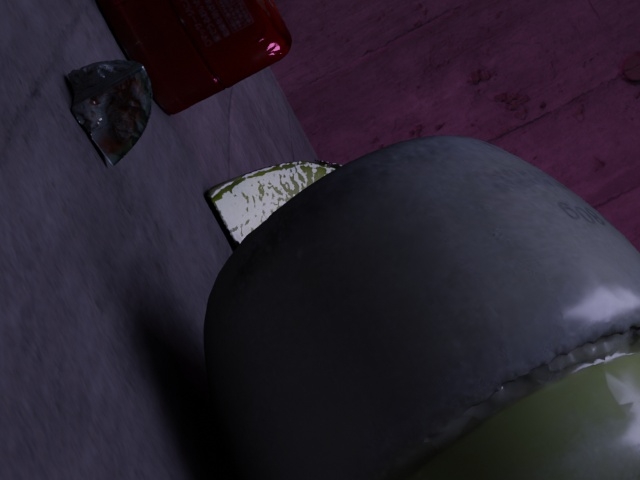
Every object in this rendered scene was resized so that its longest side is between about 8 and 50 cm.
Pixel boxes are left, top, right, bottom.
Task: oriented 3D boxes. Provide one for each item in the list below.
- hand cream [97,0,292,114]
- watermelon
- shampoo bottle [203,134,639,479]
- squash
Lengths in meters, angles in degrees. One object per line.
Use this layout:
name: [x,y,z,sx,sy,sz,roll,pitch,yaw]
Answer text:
hand cream: [-0.139,-0.255,1.816,0.230,0.149,0.230,59,7,-12]
watermelon: [-0.170,-0.105,1.349,0.061,0.085,0.085,-11,71,-54]
shampoo bottle: [0.087,0.100,1.230,0.317,0.322,0.322,59,3,22]
squash: [0.000,0.000,1.888,0.204,0.155,0.237,-105,170,-74]
